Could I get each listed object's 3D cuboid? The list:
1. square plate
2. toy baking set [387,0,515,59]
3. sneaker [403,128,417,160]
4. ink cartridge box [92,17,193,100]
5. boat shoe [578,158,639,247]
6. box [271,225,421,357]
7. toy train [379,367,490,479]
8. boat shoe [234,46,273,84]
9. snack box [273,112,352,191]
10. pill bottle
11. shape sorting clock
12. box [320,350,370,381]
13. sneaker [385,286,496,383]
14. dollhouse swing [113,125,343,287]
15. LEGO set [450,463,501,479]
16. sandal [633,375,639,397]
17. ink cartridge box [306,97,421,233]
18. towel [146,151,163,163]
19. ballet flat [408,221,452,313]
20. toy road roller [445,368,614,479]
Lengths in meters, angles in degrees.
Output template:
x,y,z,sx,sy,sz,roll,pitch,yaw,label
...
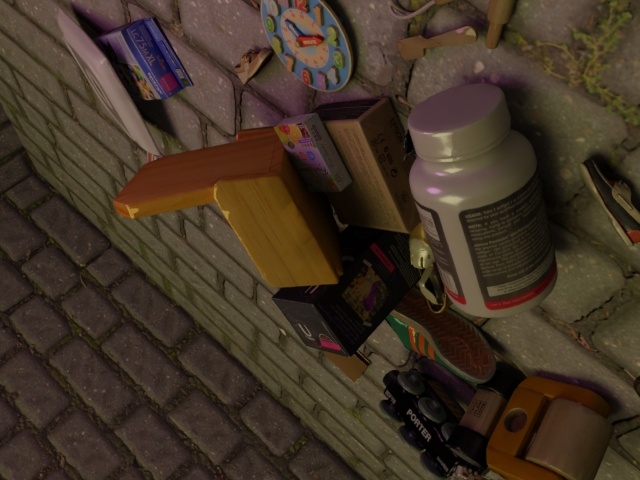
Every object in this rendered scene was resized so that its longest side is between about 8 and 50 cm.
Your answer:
x,y,z,sx,sy,sz,roll,pitch,yaw,label
-0.593,-0.426,1.612,0.344,0.049,0.347,44,162,34,square plate
0.162,-0.330,0.738,0.197,0.030,0.256,34,151,30,toy baking set
0.161,-0.145,0.950,0.038,0.069,0.098,10,136,52,sneaker
-0.457,-0.448,1.471,0.311,0.065,0.186,11,137,48,ink cartridge box
0.389,-0.054,0.766,0.043,0.049,0.137,-34,98,21,boat shoe
0.064,0.089,1.196,0.165,0.270,0.143,-1,127,57,box
0.287,0.448,1.427,0.190,0.142,0.334,13,-156,-39,toy train
-0.136,-0.347,1.136,0.045,0.050,0.135,48,155,-14,boat shoe
-0.014,-0.154,1.038,0.100,0.037,0.141,10,135,54,snack box
0.232,-0.054,0.848,0.176,0.176,0.318,17,141,46,pill bottle
-0.027,-0.342,0.989,0.206,0.040,0.206,36,152,23,shape sorting clock
0.074,0.369,1.864,0.164,0.021,0.201,41,153,12,box
0.254,0.212,1.284,0.302,0.108,0.121,41,156,31,sneaker
-0.162,-0.046,1.136,0.315,0.305,0.347,61,-170,-23,dollhouse swing
0.364,0.509,1.158,0.244,0.060,0.182,16,161,33,LEGO set
0.592,0.247,0.876,0.219,0.060,0.090,13,147,27,sandal
0.077,-0.136,1.068,0.193,0.088,0.235,13,139,51,ink cartridge box
-0.499,-0.212,1.907,0.197,0.029,0.144,48,154,3,towel
0.217,0.051,1.138,0.080,0.073,0.232,13,138,48,ballet flat
0.447,0.416,1.182,0.240,0.202,0.329,42,160,-22,toy road roller
